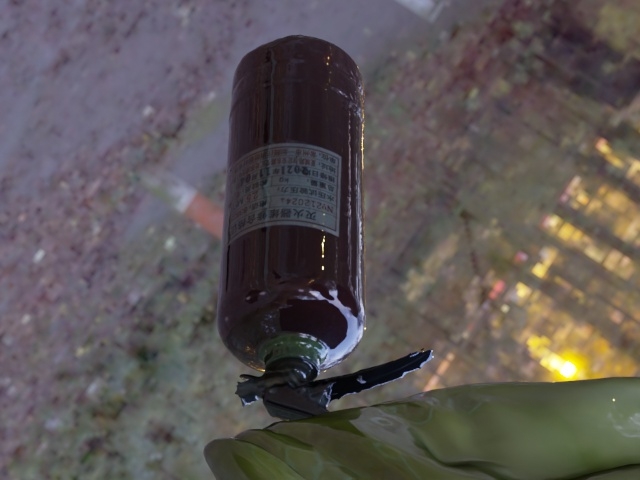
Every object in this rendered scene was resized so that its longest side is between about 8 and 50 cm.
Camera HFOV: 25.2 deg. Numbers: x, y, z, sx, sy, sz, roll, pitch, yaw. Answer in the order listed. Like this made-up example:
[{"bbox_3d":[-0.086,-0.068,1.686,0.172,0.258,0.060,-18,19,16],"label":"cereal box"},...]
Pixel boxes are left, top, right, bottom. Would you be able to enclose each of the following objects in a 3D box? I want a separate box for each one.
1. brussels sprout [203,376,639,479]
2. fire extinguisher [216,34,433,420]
[{"bbox_3d":[0.137,0.229,0.507,0.425,0.361,0.342,83,0,-64],"label":"brussels sprout"},{"bbox_3d":[0.000,0.000,0.686,0.071,0.099,0.231,66,17,-47],"label":"fire extinguisher"}]
